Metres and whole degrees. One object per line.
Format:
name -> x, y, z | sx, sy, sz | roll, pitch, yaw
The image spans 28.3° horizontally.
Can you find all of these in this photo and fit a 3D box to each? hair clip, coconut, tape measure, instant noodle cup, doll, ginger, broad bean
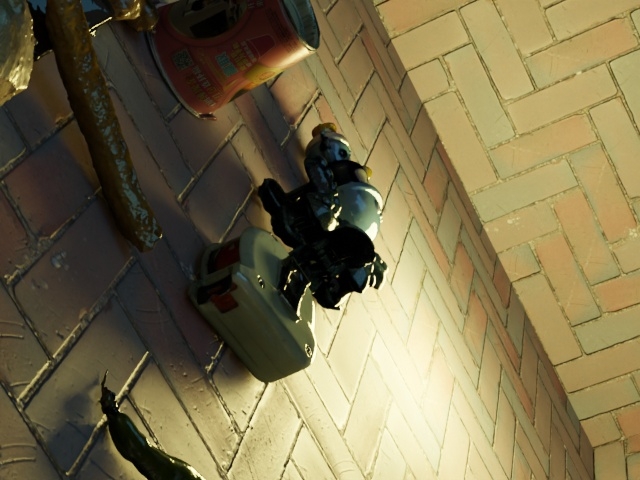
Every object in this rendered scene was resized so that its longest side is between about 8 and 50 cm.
hair clip -> 0.002, 0.005, 2.403 | 0.310, 0.194, 0.206 | 57, 10, -21
coconut -> -0.426, -0.236, 1.492 | 0.194, 0.194, 0.194 | 53, 24, -36
tape measure -> -0.098, 0.093, 2.093 | 0.243, 0.125, 0.246 | 56, 23, -31
instant noodle cup -> -0.147, -0.368, 2.278 | 0.244, 0.255, 0.244 | 53, 26, -40
doll -> 0.051, -0.103, 2.675 | 0.177, 0.141, 0.314 | 67, 6, -60
ginger -> -0.358, -0.449, 2.059 | 0.334, 0.081, 0.148 | 58, 21, -34
broad bean -> -0.196, 0.313, 1.705 | 0.318, 0.056, 0.098 | 57, 22, -22

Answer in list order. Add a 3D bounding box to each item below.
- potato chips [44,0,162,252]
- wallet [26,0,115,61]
potato chips -> -0.319, -0.178, 1.828 | 0.057, 0.080, 0.407 | -29, 111, -33
wallet -> -0.441, -0.441, 1.791 | 0.197, 0.051, 0.377 | -41, 110, -40
